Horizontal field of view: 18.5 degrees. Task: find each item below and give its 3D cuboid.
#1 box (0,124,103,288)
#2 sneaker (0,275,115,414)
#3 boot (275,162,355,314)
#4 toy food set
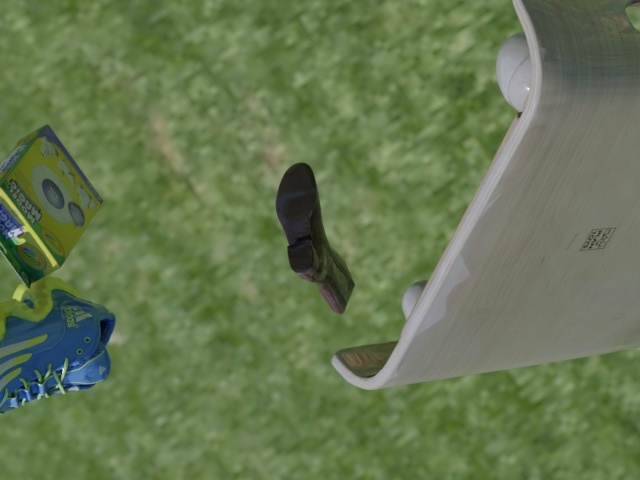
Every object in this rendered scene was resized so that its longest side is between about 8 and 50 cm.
[{"bbox_3d":[-0.285,-0.034,1.962,0.105,0.043,0.179,55,-154,-18],"label":"box"},{"bbox_3d":[-0.278,0.115,1.886,0.126,0.240,0.091,13,129,18],"label":"sneaker"},{"bbox_3d":[0.000,0.000,1.680,0.114,0.037,0.106,42,-136,-61],"label":"boot"},{"bbox_3d":[0.151,-0.032,1.222,0.092,0.220,0.306,59,139,34],"label":"toy food set"}]
